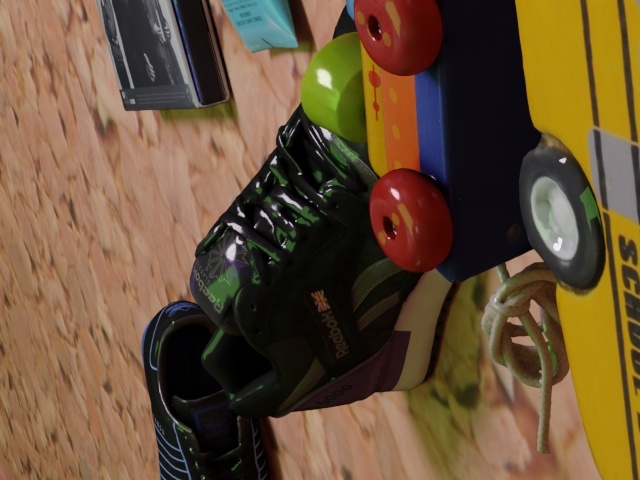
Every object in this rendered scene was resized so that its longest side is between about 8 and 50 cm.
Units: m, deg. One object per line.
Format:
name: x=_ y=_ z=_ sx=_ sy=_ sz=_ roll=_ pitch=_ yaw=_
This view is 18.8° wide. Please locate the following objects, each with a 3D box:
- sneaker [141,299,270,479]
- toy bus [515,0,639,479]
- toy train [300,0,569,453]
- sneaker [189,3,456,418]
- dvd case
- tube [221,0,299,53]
sneaker: x=-0.079 y=0.157 z=1.388 sx=0.090 sy=0.081 sz=0.232 roll=152 pitch=102 yaw=-78
toy bus: x=0.127 y=-0.069 z=0.573 sx=0.130 sy=0.108 sz=0.333 roll=-146 pitch=43 yaw=-61
toy train: x=0.043 y=-0.039 z=0.815 sx=0.143 sy=0.105 sz=0.248 roll=37 pitch=141 yaw=48
sneaker: x=0.000 y=0.000 z=0.964 sx=0.107 sy=0.124 sz=0.283 roll=58 pitch=156 yaw=35
dvd case: x=-0.128 y=-0.204 z=1.292 sx=0.179 sy=0.029 sz=0.239 roll=-170 pitch=65 yaw=-69
tube: x=-0.062 y=-0.204 z=1.088 sx=0.080 sy=0.052 sz=0.207 roll=-166 pitch=55 yaw=-74
